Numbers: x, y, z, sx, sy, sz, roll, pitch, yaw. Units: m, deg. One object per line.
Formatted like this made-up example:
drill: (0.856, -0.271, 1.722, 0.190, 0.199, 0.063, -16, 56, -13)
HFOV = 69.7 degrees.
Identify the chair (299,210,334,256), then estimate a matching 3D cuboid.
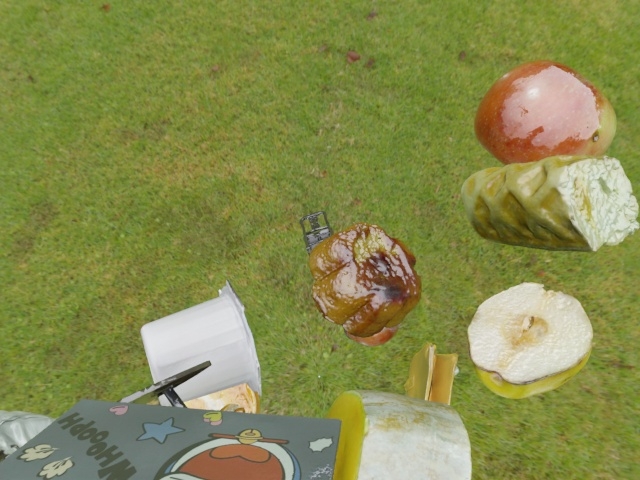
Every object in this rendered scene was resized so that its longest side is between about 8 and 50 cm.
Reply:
chair: (0.000, 0.000, 1.533, 0.106, 0.229, 0.113, -17, 116, 1)

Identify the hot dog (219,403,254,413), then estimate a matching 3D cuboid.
hot dog: (-0.280, 0.579, 1.165, 0.135, 0.100, 0.337, 23, 59, 17)

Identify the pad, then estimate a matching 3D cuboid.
pad: (-0.113, 0.165, 0.333, 0.246, 0.170, 0.006, 2, 100, 8)

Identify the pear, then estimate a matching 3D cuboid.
pear: (0.637, 0.330, 1.407, 0.386, 0.191, 0.340, -41, 37, -23)

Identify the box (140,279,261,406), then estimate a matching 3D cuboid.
box: (-0.279, 0.241, 1.029, 0.206, 0.291, 0.262, -14, 88, -25)

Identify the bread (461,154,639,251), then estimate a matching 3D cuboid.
bread: (0.313, -0.053, 0.678, 0.152, 0.268, 0.130, 37, 83, -14)

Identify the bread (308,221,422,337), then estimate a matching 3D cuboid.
bread: (0.086, 0.071, 0.940, 0.247, 0.135, 0.232, -1, 61, -37)

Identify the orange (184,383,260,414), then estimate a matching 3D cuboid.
orange: (-0.365, 0.612, 1.616, 0.274, 0.274, 0.310, 46, 56, 12)

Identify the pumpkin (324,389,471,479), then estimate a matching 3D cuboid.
pumpkin: (0.094, 0.416, 0.806, 0.199, 0.332, 0.332, 19, 74, -2)

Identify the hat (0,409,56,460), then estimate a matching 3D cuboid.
hat: (-0.628, 0.410, 0.805, 0.301, 0.168, 0.257, -19, 31, 32)

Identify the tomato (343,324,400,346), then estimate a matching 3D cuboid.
tomato: (0.207, 0.293, 1.676, 0.214, 0.180, 0.155, -30, 32, -35)

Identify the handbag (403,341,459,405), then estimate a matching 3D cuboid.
handbag: (0.364, 0.582, 1.607, 0.133, 0.283, 0.400, 18, 62, -6)

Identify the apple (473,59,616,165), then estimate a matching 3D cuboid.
apple: (0.589, -0.311, 1.233, 0.348, 0.348, 0.277, 45, 111, 12)

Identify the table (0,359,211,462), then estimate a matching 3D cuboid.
table: (-0.287, 0.389, 0.733, 0.317, 0.317, 0.249, -27, 79, -8)
